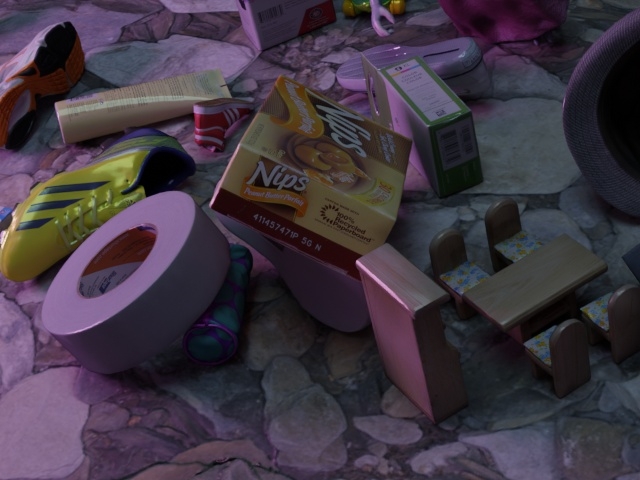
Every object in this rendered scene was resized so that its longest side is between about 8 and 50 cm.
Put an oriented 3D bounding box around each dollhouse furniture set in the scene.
[{"bbox_3d":[0.178,0.050,1.514,0.242,0.161,0.212,-29,40,-18],"label":"dollhouse furniture set"}]

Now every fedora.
[{"bbox_3d":[0.426,-0.157,1.683,0.275,0.243,0.124,-40,-10,20],"label":"fedora"}]

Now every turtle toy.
[{"bbox_3d":[0.083,-0.381,2.151,0.095,0.066,0.130,0,41,18],"label":"turtle toy"}]

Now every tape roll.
[{"bbox_3d":[-0.208,0.046,1.654,0.219,0.072,0.219,-28,30,18],"label":"tape roll"}]

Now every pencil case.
[{"bbox_3d":[-0.116,0.069,1.659,0.065,0.070,0.151,-6,40,10],"label":"pencil case"}]

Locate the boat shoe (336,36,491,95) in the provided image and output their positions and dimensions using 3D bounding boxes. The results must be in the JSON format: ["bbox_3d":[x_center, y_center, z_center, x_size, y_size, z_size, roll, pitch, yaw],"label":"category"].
[{"bbox_3d":[0.120,-0.209,1.925,0.226,0.075,0.083,1,44,44],"label":"boat shoe"}]

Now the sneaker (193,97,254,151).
[{"bbox_3d":[-0.131,-0.156,1.972,0.042,0.067,0.118,11,15,32],"label":"sneaker"}]

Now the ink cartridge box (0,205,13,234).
[{"bbox_3d":[-0.441,-0.024,1.910,0.083,0.028,0.048,13,46,30],"label":"ink cartridge box"}]

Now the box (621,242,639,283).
[{"bbox_3d":[0.447,0.013,1.488,0.233,0.059,0.183,-38,39,10],"label":"box"}]

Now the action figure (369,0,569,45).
[{"bbox_3d":[0.182,-0.401,1.899,0.248,0.370,0.275,-13,59,34],"label":"action figure"}]

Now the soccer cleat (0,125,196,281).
[{"bbox_3d":[-0.278,-0.043,1.833,0.121,0.093,0.289,27,54,32],"label":"soccer cleat"}]

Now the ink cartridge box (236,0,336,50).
[{"bbox_3d":[-0.061,-0.382,2.110,0.127,0.175,0.072,-23,39,-11],"label":"ink cartridge box"}]

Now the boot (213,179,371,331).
[{"bbox_3d":[0.000,0.000,1.690,0.123,0.095,0.258,-14,50,-48],"label":"boot"}]

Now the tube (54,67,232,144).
[{"bbox_3d":[-0.245,-0.188,2.033,0.240,0.062,0.070,-15,82,-8],"label":"tube"}]

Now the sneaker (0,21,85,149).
[{"bbox_3d":[-0.445,-0.233,2.119,0.121,0.099,0.262,4,40,28],"label":"sneaker"}]

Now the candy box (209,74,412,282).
[{"bbox_3d":[-0.002,-0.078,1.645,0.183,0.087,0.316,27,20,-3],"label":"candy box"}]

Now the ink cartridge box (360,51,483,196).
[{"bbox_3d":[0.124,-0.156,1.827,0.062,0.109,0.209,-23,38,-11],"label":"ink cartridge box"}]
